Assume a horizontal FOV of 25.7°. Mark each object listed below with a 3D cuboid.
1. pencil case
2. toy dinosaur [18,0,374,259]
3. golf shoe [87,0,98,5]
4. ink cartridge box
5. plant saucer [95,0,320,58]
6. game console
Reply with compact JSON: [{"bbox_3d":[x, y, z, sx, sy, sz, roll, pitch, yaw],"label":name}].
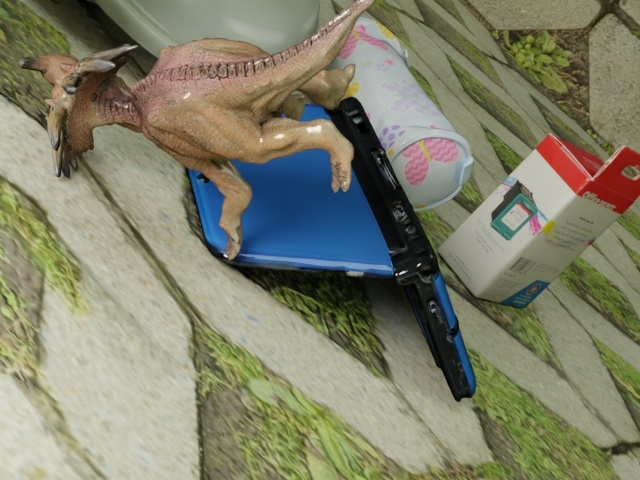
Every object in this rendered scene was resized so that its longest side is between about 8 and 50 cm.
[{"bbox_3d":[0.080,-0.151,1.640,0.124,0.113,0.273,6,35,-26],"label":"pencil case"},{"bbox_3d":[-0.093,-0.098,0.990,0.200,0.296,0.127,25,64,-25],"label":"toy dinosaur"},{"bbox_3d":[-0.192,-0.255,1.378,0.086,0.067,0.186,45,17,3],"label":"golf shoe"},{"bbox_3d":[0.257,-0.034,1.559,0.078,0.231,0.134,53,20,28],"label":"ink cartridge box"},{"bbox_3d":[-0.117,-0.336,1.384,0.400,0.100,0.400,33,40,-34],"label":"plant saucer"},{"bbox_3d":[0.000,0.000,1.269,0.293,0.173,0.250,-109,179,-54],"label":"game console"}]
